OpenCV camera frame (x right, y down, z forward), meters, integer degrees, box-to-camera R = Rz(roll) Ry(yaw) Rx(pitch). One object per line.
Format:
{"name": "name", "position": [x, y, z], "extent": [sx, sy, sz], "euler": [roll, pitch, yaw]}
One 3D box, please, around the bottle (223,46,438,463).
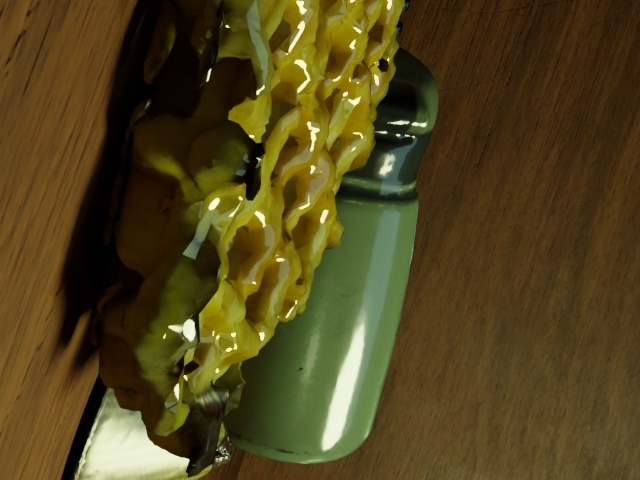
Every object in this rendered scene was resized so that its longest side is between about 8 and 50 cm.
{"name": "bottle", "position": [-0.001, -0.001, 1.024], "extent": [0.168, 0.168, 0.347], "euler": [-62, 167, -75]}

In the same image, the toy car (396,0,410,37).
{"name": "toy car", "position": [0.057, -0.239, 1.445], "extent": [0.170, 0.070, 0.080], "euler": [-70, 179, -61]}

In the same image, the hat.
{"name": "hat", "position": [-0.094, 0.121, 0.780], "extent": [0.193, 0.082, 0.193], "euler": [19, 90, -89]}

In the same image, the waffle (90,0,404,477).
{"name": "waffle", "position": [-0.020, -0.089, 0.671], "extent": [0.382, 0.095, 0.379], "euler": [-59, 167, -66]}
